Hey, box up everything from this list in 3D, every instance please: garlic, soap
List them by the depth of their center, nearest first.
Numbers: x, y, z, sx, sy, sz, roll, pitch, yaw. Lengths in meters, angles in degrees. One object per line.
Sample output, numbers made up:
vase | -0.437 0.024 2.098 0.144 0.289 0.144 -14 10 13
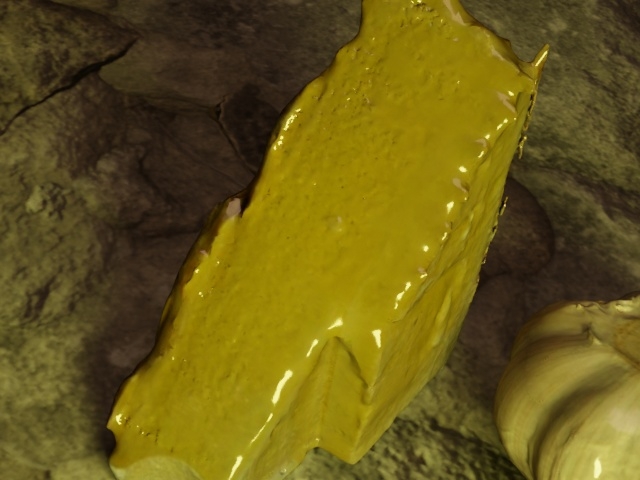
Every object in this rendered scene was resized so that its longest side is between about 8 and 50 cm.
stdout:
soap | 0.000 0.000 0.934 0.169 0.339 0.304 30 43 21
garlic | 0.236 0.141 0.979 0.227 0.152 0.228 3 37 -2
